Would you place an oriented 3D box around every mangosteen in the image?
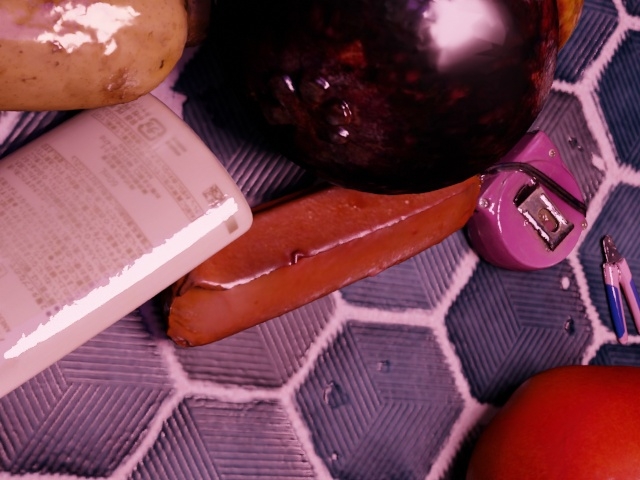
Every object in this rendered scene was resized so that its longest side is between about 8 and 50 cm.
[{"bbox_3d":[0.059,-0.199,1.145,0.297,0.297,0.313,22,65,-26],"label":"mangosteen"}]

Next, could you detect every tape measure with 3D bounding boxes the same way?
[{"bbox_3d":[0.196,-0.033,1.342,0.125,0.074,0.118,48,70,-17],"label":"tape measure"}]

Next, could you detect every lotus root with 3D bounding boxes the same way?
[{"bbox_3d":[-0.213,-0.181,1.089,0.284,0.146,0.160,-4,106,-30],"label":"lotus root"}]

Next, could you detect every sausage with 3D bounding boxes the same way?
[{"bbox_3d":[0.000,0.000,1.226,0.330,0.102,0.102,-22,99,-27],"label":"sausage"}]

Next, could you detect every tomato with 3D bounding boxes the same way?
[{"bbox_3d":[0.276,0.263,1.295,0.299,0.226,0.298,-1,93,-28],"label":"tomato"}]

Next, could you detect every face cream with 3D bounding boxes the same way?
[{"bbox_3d":[-0.236,0.019,1.083,0.348,0.081,0.173,-36,69,-23],"label":"face cream"}]

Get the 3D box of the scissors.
[{"bbox_3d":[0.311,0.049,1.436,0.039,0.012,0.113,-22,99,-27],"label":"scissors"}]
